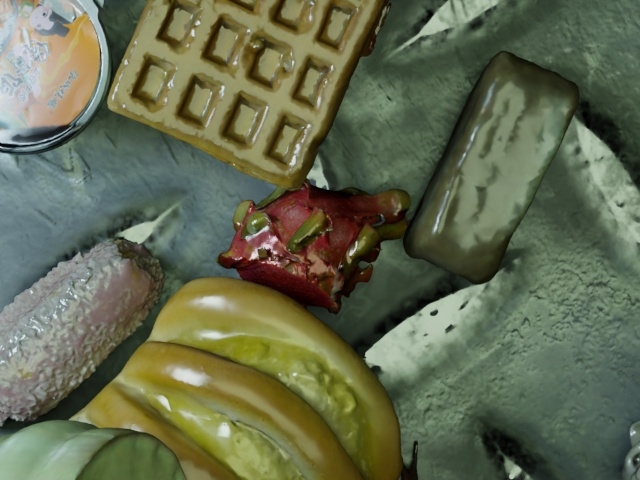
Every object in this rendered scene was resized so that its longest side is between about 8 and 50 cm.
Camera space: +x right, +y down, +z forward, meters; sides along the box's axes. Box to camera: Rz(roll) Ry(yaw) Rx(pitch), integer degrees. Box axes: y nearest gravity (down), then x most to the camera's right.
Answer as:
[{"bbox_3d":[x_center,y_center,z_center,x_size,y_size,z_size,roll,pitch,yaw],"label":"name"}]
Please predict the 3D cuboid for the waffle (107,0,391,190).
[{"bbox_3d":[-0.050,-0.233,1.835,0.224,0.098,0.328,24,94,-7],"label":"waffle"}]

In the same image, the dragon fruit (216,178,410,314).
[{"bbox_3d":[0.000,0.000,1.925,0.207,0.133,0.150,-23,93,-14],"label":"dragon fruit"}]

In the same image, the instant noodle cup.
[{"bbox_3d":[-0.278,-0.172,1.873,0.208,0.125,0.178,-34,87,9],"label":"instant noodle cup"}]

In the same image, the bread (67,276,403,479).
[{"bbox_3d":[-0.065,0.201,1.892,0.270,0.211,0.316,-45,100,-2],"label":"bread"}]

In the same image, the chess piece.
[{"bbox_3d":[-0.363,0.257,1.785,0.442,0.234,0.234,6,95,27],"label":"chess piece"}]

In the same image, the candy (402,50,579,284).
[{"bbox_3d":[0.176,-0.073,1.943,0.104,0.102,0.234,24,90,-6],"label":"candy"}]

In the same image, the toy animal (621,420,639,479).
[{"bbox_3d":[0.426,0.170,1.977,0.266,0.188,0.308,-8,84,-25],"label":"toy animal"}]

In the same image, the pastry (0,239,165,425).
[{"bbox_3d":[-0.272,0.099,1.915,0.265,0.112,0.103,-39,108,0],"label":"pastry"}]

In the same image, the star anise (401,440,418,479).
[{"bbox_3d":[0.098,0.313,1.989,0.140,0.158,0.144,-40,64,-10],"label":"star anise"}]
